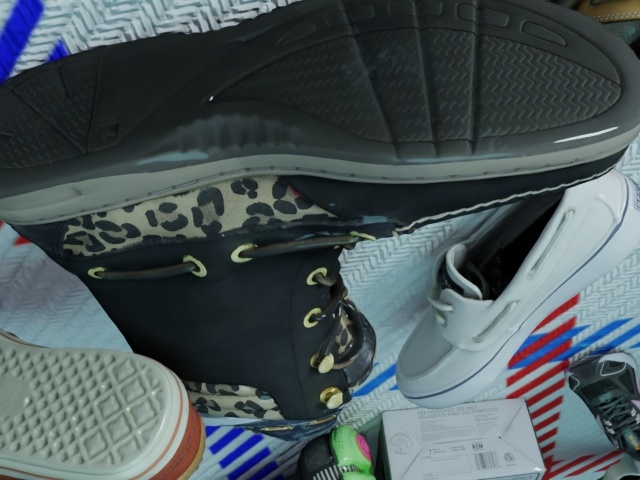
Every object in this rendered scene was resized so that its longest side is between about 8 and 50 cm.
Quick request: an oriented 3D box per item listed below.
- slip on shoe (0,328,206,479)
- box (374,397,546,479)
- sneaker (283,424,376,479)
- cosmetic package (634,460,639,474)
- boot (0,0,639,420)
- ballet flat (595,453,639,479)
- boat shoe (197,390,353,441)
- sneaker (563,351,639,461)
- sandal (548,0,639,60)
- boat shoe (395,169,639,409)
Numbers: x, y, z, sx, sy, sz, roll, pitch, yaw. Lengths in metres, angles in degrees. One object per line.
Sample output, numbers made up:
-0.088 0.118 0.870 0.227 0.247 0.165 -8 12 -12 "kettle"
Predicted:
-0.229 0.121 0.605 0.331 0.123 0.101 5 150 23 "slip on shoe"
0.149 0.300 0.994 0.169 0.087 0.290 -6 142 -3 "box"
-0.053 0.374 0.975 0.202 0.185 0.483 3 140 -20 "sneaker"
0.544 0.160 0.846 0.284 0.097 0.377 4 133 -18 "cosmetic package"
0.000 0.000 0.543 0.377 0.138 0.284 -8 141 7 "boot"
0.342 0.326 1.001 0.342 0.116 0.124 -26 124 -8 "ballet flat"
-0.063 0.159 0.794 0.183 0.065 0.083 0 140 -12 "boat shoe"
0.320 0.179 0.879 0.072 0.077 0.178 -31 136 25 "sneaker"
0.172 -0.130 0.472 0.090 0.060 0.219 20 134 -31 "sandal"
0.129 0.038 0.653 0.088 0.096 0.267 21 133 -26 "boat shoe"
